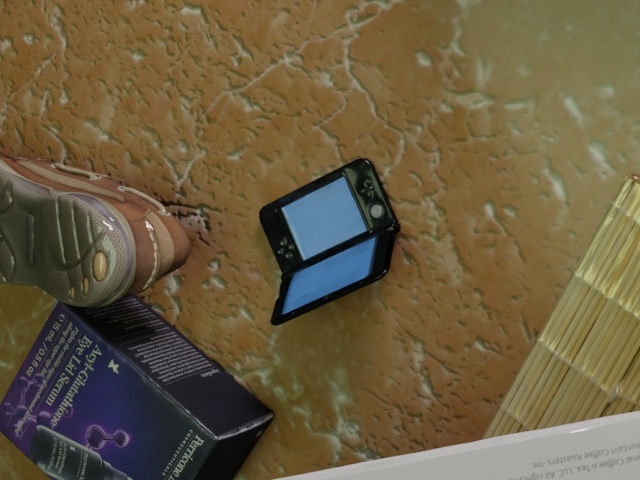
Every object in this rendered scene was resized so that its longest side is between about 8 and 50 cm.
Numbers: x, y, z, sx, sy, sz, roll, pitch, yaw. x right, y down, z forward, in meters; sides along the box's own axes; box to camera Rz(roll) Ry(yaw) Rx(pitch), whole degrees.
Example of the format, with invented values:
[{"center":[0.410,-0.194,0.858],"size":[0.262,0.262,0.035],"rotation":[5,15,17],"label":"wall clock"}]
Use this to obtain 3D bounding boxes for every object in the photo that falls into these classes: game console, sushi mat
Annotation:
[{"center":[0.000,0.000,1.111],"size":[0.122,0.071,0.107],"rotation":[-25,85,25],"label":"game console"},{"center":[0.238,0.117,1.036],"size":[0.151,0.019,0.316],"rotation":[31,108,19],"label":"sushi mat"}]

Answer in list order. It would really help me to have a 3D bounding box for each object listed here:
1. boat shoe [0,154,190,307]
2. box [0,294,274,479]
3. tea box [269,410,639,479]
[{"center":[-0.244,-0.015,1.205],"size":[0.324,0.116,0.123],"rotation":[24,113,43],"label":"boat shoe"},{"center":[-0.174,0.164,1.192],"size":[0.207,0.108,0.153],"rotation":[37,109,18],"label":"box"},{"center":[0.103,0.252,0.852],"size":[0.329,0.323,0.220],"rotation":[-10,76,1],"label":"tea box"}]
